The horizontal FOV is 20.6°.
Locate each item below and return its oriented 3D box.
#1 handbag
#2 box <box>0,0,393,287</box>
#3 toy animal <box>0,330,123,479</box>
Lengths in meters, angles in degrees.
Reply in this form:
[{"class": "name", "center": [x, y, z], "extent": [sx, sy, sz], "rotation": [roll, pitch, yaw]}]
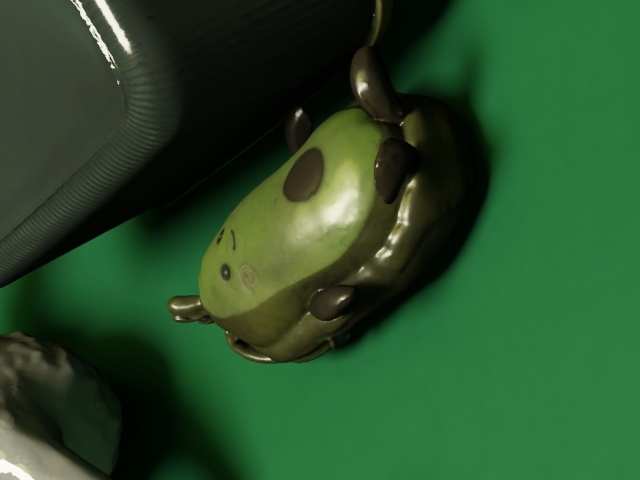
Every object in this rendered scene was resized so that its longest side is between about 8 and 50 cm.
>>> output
[{"class": "handbag", "center": [0.000, 0.000, 0.516], "extent": [0.111, 0.047, 0.072], "rotation": [-43, 45, 37]}, {"class": "box", "center": [-0.085, -0.077, 0.555], "extent": [0.144, 0.090, 0.201], "rotation": [59, 147, -1]}, {"class": "toy animal", "center": [-0.116, 0.071, 0.599], "extent": [0.324, 0.195, 0.090], "rotation": [28, 80, 30]}]
